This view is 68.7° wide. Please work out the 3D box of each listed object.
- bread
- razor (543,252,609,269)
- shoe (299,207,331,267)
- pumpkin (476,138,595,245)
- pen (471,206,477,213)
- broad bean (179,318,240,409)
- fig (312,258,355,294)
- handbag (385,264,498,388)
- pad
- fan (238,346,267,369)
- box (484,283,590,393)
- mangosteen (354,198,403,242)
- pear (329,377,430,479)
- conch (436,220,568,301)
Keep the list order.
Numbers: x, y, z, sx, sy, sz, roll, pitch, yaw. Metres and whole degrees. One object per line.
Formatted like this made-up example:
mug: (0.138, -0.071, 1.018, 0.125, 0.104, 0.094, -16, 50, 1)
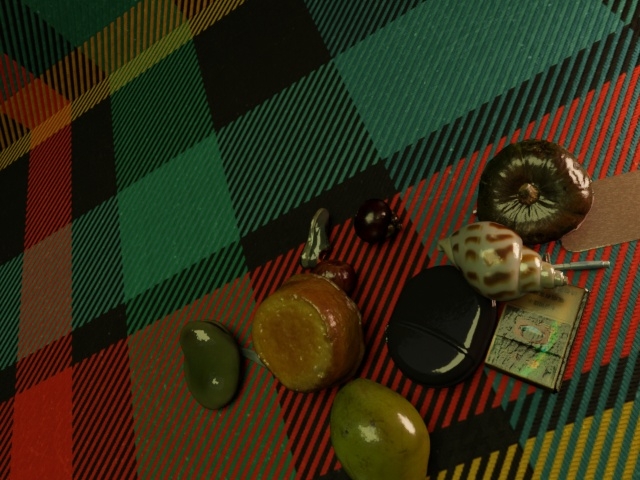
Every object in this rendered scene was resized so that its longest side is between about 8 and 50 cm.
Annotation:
bread: (-0.031, 0.241, 1.210, 0.311, 0.172, 0.313, 4, 97, 30)
razor: (0.600, 0.059, 1.097, 0.134, 0.040, 0.068, -6, 65, 19)
shoe: (0.001, -0.001, 1.416, 0.077, 0.074, 0.195, 15, 77, 19)
pumpkin: (0.494, -0.112, 1.108, 0.260, 0.189, 0.261, 3, 97, 23)
pen: (0.489, -0.126, 1.241, 0.197, 0.032, 0.053, -34, 57, 7)
broad bean: (-0.319, 0.358, 1.375, 0.188, 0.121, 0.263, -14, 86, 18)
fig: (0.043, 0.121, 1.307, 0.128, 0.128, 0.151, -29, 81, 12)
handbag: (0.288, 0.202, 1.145, 0.253, 0.093, 0.308, 17, 75, 36)
pad: (0.706, -0.075, 1.123, 0.266, 0.002, 0.176, -15, 61, 21)
fan: (-0.196, 0.335, 1.383, 0.281, 0.023, 0.057, 15, 81, 30)
box: (0.490, 0.203, 1.063, 0.159, 0.071, 0.240, 17, 75, 30)
mangosteen: (0.165, -0.053, 1.328, 0.140, 0.140, 0.140, -11, 63, 22)
pear: (0.129, 0.439, 1.055, 0.212, 0.212, 0.269, -35, 63, 8)
conch: (0.400, 0.046, 1.050, 0.275, 0.182, 0.149, 41, 132, 24)
